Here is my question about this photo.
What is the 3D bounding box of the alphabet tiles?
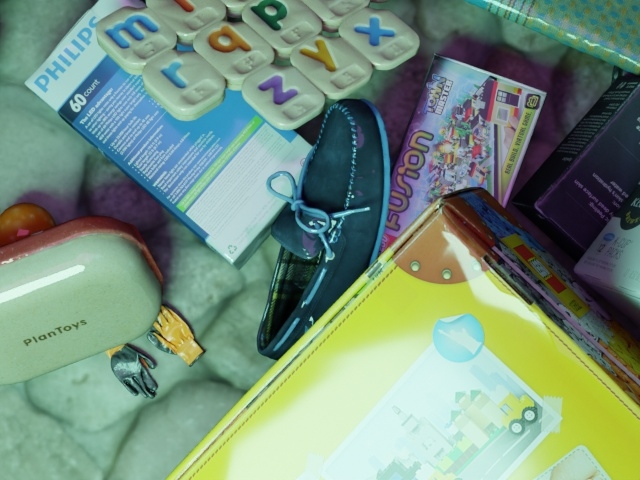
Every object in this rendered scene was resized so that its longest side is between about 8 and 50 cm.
[{"bbox_3d":[-0.057,-0.215,1.722,0.284,0.021,0.278,-34,60,-25],"label":"alphabet tiles"}]

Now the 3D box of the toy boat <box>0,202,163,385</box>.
[{"bbox_3d":[-0.268,0.030,1.740,0.231,0.151,0.151,-20,52,2],"label":"toy boat"}]

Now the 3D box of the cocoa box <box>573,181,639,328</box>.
[{"bbox_3d":[0.441,0.053,1.585,0.347,0.231,0.228,39,86,-17],"label":"cocoa box"}]

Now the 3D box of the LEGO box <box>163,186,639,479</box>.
[{"bbox_3d":[0.077,0.262,1.591,0.372,0.193,0.500,46,103,8],"label":"LEGO box"}]

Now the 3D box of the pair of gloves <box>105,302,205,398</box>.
[{"bbox_3d":[-0.160,0.103,1.775,0.083,0.010,0.074,-40,84,-1],"label":"pair of gloves"}]

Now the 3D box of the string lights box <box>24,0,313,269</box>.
[{"bbox_3d":[-0.134,-0.107,1.762,0.260,0.077,0.133,41,87,6],"label":"string lights box"}]

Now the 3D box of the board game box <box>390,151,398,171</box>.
[{"bbox_3d":[0.089,-0.025,1.770,0.090,0.020,0.090,32,87,6],"label":"board game box"}]

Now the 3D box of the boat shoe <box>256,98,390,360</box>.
[{"bbox_3d":[0.000,0.000,1.684,0.089,0.109,0.258,0,108,-26],"label":"boat shoe"}]

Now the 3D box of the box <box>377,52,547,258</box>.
[{"bbox_3d":[0.122,-0.057,1.744,0.114,0.036,0.207,20,83,4],"label":"box"}]

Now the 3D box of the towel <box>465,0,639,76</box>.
[{"bbox_3d":[0.253,-0.301,1.753,0.370,0.040,0.271,25,71,4],"label":"towel"}]

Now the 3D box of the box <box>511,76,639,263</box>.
[{"bbox_3d":[0.287,-0.041,1.708,0.156,0.093,0.158,42,87,-10],"label":"box"}]

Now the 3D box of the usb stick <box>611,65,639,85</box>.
[{"bbox_3d":[0.409,-0.151,1.754,0.278,0.045,0.077,9,84,4],"label":"usb stick"}]
